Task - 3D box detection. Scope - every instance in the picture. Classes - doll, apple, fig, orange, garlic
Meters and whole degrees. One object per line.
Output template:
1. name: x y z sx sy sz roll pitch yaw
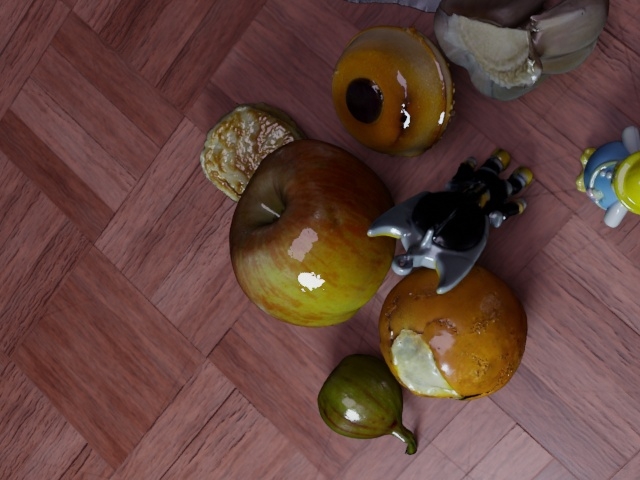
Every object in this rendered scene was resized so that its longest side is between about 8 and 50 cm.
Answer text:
1. doll: 0.212 -0.041 1.360 0.145 0.316 0.103 53 151 -4
2. apple: 0.000 0.000 1.447 0.301 0.301 0.301 2 95 20
3. fig: 0.082 0.293 1.504 0.186 0.142 0.148 43 135 26
4. doll: 0.457 -0.093 1.291 0.099 0.241 0.135 41 95 -7
5. orange: 0.210 0.148 1.394 0.240 0.240 0.240 2 95 20
6. garlic: 0.307 -0.332 1.332 0.237 0.292 0.210 -33 94 43

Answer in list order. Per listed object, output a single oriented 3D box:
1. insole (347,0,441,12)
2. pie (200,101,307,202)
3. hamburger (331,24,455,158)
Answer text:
1. insole: 0.113 -0.444 1.506 0.232 0.003 0.080 16 100 18
2. pie: -0.111 -0.151 1.571 0.205 0.084 0.179 35 109 8
3. hamburger: 0.121 -0.245 1.424 0.237 0.147 0.237 27 130 37
